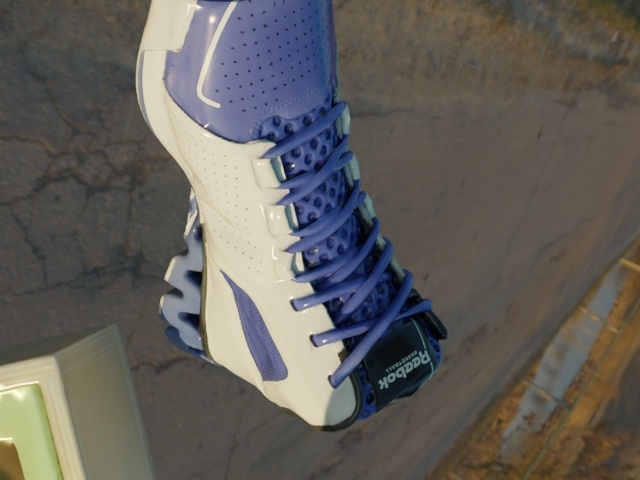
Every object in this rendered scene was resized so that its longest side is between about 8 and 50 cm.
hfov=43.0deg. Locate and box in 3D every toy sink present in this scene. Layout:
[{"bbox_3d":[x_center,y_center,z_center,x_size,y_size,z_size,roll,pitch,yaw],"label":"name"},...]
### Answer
[{"bbox_3d":[-0.203,0.193,0.562,0.131,0.152,0.234,-46,124,-84],"label":"toy sink"}]

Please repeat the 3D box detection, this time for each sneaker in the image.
[{"bbox_3d":[0.000,0.001,0.485,0.127,0.182,0.315,-34,147,-34],"label":"sneaker"}]
